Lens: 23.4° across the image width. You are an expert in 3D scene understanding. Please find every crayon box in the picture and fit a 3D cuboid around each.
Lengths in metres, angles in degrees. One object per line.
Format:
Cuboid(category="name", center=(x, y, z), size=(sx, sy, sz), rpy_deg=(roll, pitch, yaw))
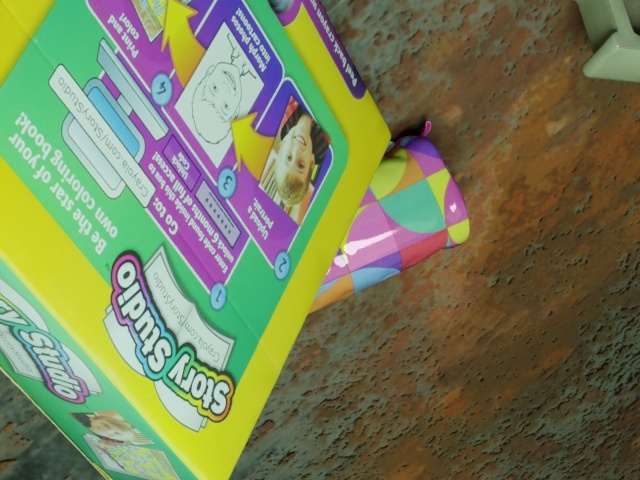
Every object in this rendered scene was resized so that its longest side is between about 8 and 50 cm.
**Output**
Cuboid(category="crayon box", center=(-0.116, -0.068, 0.960), size=(0.363, 0.106, 0.313), rpy_deg=(57, 49, -42))

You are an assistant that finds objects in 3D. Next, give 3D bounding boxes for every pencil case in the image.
Cuboid(category="pencil case", center=(0.000, 0.000, 1.192), size=(0.236, 0.104, 0.104), rpy_deg=(-25, 130, -9))

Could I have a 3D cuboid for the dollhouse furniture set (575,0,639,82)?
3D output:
Cuboid(category="dollhouse furniture set", center=(0.291, -0.214, 1.090), size=(0.135, 0.262, 0.259), rpy_deg=(-5, 159, -24))
